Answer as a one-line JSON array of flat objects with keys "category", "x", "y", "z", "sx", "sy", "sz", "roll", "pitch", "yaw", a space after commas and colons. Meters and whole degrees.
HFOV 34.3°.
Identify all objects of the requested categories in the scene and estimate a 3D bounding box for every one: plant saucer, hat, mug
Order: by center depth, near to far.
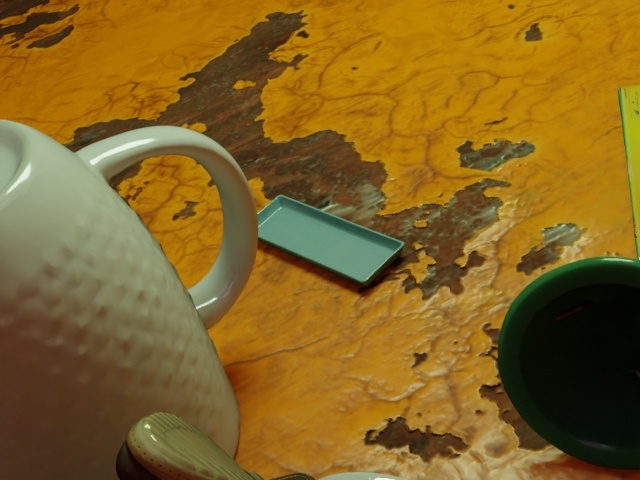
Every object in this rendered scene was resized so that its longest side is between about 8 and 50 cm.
[{"category": "hat", "x": 0.267, "y": 0.060, "z": 0.838, "sx": 0.208, "sy": 0.173, "sz": 0.183, "roll": -29, "pitch": 4, "yaw": 36}, {"category": "mug", "x": -0.209, "y": 0.053, "z": 0.878, "sx": 0.374, "sy": 0.328, "sz": 0.276, "roll": -36, "pitch": 41, "yaw": -21}, {"category": "plant saucer", "x": 0.000, "y": 0.000, "z": 1.109, "sx": 0.192, "sy": 0.018, "sz": 0.067, "roll": 23, "pitch": 54, "yaw": 40}]

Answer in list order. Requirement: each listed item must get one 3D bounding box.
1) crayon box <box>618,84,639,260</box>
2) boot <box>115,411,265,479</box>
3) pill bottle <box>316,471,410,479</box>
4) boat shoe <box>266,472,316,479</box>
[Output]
[{"category": "crayon box", "x": 0.370, "y": -0.048, "z": 0.956, "sx": 0.165, "sy": 0.081, "sz": 0.278, "roll": -6, "pitch": 40, "yaw": 17}, {"category": "boot", "x": -0.118, "y": 0.228, "z": 0.673, "sx": 0.090, "sy": 0.248, "sz": 0.207, "roll": 36, "pitch": 79, "yaw": 24}, {"category": "pill bottle", "x": 0.001, "y": 0.308, "z": 0.588, "sx": 0.187, "sy": 0.188, "sz": 0.334, "roll": 0, "pitch": 41, "yaw": 23}, {"category": "boat shoe", "x": -0.081, "y": 0.231, "z": 0.822, "sx": 0.178, "sy": 0.060, "sz": 0.064, "roll": -24, "pitch": 38, "yaw": -7}]
